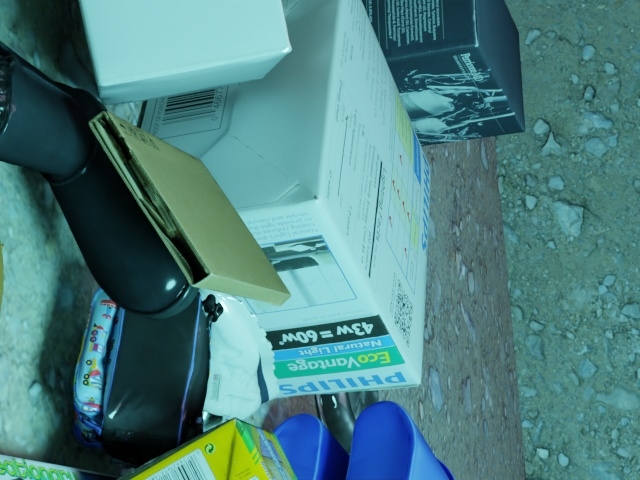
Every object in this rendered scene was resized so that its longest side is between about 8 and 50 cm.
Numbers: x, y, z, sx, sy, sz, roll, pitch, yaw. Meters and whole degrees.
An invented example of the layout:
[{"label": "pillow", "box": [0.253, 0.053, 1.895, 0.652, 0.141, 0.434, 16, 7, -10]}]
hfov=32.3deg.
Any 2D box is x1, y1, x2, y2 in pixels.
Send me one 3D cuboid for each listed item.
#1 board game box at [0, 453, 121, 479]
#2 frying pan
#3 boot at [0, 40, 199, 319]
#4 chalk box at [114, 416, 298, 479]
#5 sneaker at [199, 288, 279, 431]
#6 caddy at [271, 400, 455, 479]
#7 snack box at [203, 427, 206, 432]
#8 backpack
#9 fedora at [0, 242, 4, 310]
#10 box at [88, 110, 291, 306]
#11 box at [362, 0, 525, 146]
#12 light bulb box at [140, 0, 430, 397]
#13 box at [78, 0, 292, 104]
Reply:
[{"label": "board game box", "box": [-0.208, 0.252, 0.809, 0.193, 0.053, 0.305, 61, 10, 26]}, {"label": "frying pan", "box": [0.061, 0.279, 1.682, 0.197, 0.053, 0.326, -61, 136, -58]}, {"label": "boot", "box": [-0.212, -0.053, 0.885, 0.246, 0.094, 0.207, 59, 11, 20]}, {"label": "chalk box", "box": [-0.077, 0.248, 0.955, 0.132, 0.132, 0.213, 61, 1, 17]}, {"label": "sneaker", "box": [-0.106, 0.123, 1.137, 0.090, 0.095, 0.235, 46, -19, 35]}, {"label": "caddy", "box": [0.033, 0.352, 1.291, 0.179, 0.241, 0.341, 61, 28, -32]}, {"label": "snack box", "box": [-0.143, 0.360, 1.052, 0.322, 0.060, 0.187, -72, 147, -50]}, {"label": "backpack", "box": [-0.159, 0.137, 1.010, 0.173, 0.117, 0.158, 108, -11, -60]}, {"label": "fedora", "box": [-0.291, 0.009, 0.744, 0.194, 0.079, 0.194, -14, 90, -73]}, {"label": "box", "box": [-0.104, -0.020, 0.937, 0.164, 0.021, 0.201, 55, 8, 15]}, {"label": "box", "box": [0.115, -0.274, 1.636, 0.343, 0.313, 0.178, 34, 52, -64]}, {"label": "light bulb box", "box": [-0.027, -0.056, 1.286, 0.361, 0.225, 0.357, 61, 28, -47]}, {"label": "box", "box": [-0.151, -0.311, 0.993, 0.215, 0.168, 0.345, -166, -115, -80]}]
